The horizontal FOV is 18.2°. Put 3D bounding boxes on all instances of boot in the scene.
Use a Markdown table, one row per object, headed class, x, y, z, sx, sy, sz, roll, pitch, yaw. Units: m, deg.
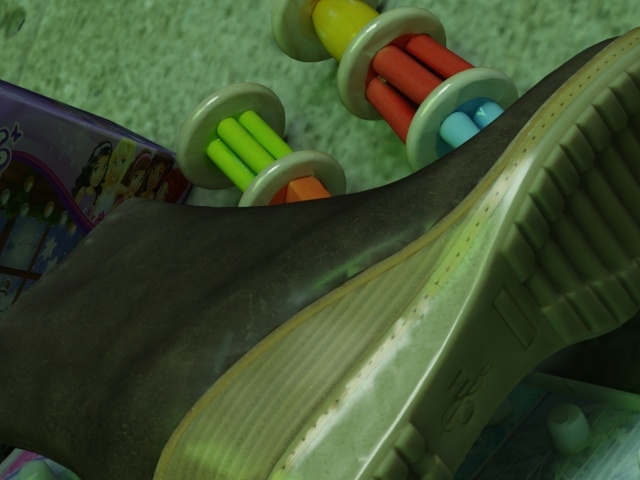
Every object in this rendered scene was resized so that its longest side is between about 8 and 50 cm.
| class | x | y | z | sx | sy | sz | roll | pitch | yaw |
| --- | --- | --- | --- | --- | --- | --- | --- | --- | --- |
| boot | 0.000 | 0.000 | 0.702 | 0.207 | 0.090 | 0.248 | 16 | 56 | 43 |

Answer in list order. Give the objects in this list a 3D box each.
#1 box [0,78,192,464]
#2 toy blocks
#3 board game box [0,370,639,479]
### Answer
| class | x | y | z | sx | sy | sz | roll | pitch | yaw |
| --- | --- | --- | --- | --- | --- | --- | --- | --- | --- |
| box | -0.166 | 0.029 | 0.774 | 0.057 | 0.293 | 0.201 | 27 | 94 | 20 |
| toy blocks | 0.019 | -0.031 | 0.796 | 0.123 | 0.054 | 0.148 | -54 | 49 | 12 |
| board game box | -0.043 | 0.160 | 0.639 | 0.390 | 0.050 | 0.390 | 10 | 47 | 42 |
